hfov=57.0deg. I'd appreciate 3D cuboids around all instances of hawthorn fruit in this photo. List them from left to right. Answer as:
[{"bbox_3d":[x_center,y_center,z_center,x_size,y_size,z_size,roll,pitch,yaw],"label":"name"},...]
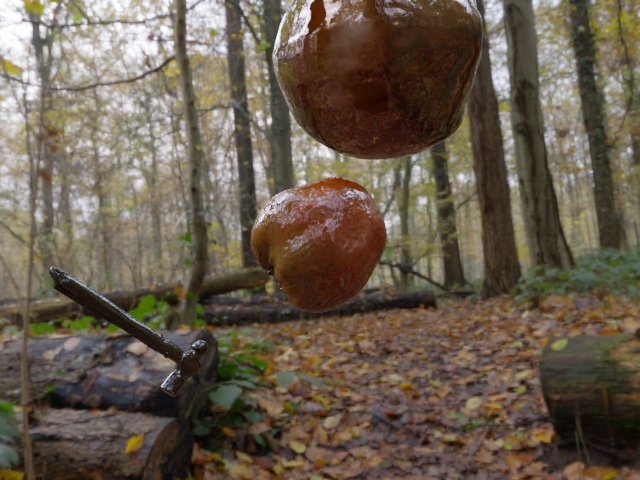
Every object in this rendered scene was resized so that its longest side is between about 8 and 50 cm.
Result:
[{"bbox_3d":[0.000,0.000,0.799,0.189,0.189,0.189,-5,-5,-1],"label":"hawthorn fruit"}]

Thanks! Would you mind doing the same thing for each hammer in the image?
[{"bbox_3d":[-0.195,0.086,0.587,0.178,0.065,0.021,39,-27,-18],"label":"hammer"}]

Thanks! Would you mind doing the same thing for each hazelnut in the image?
[{"bbox_3d":[0.087,-0.307,0.951,0.372,0.372,0.315,-9,-5,33],"label":"hazelnut"}]
